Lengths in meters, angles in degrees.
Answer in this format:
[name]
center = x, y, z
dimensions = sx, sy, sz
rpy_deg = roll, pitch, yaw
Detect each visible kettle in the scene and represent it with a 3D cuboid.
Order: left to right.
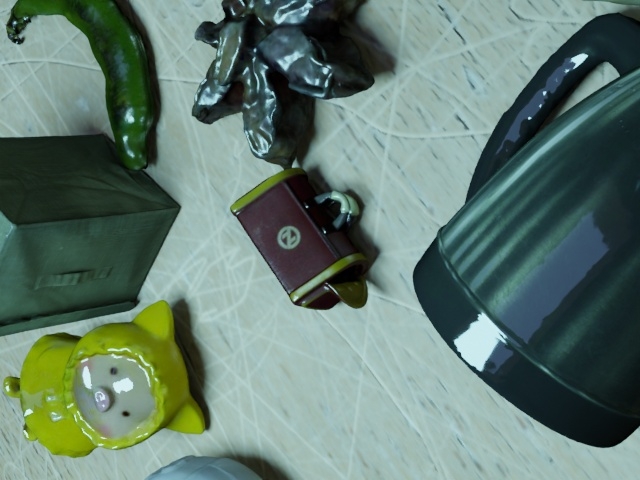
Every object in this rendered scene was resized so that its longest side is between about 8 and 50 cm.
[kettle]
center = 0.228, -0.022, 0.828
dimensions = 0.207, 0.251, 0.271
rpy_deg = 36, 111, -4

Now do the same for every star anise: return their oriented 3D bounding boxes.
[star anise]
center = -0.045, -0.173, 1.053
dimensions = 0.214, 0.099, 0.220
rpy_deg = 25, 110, 43

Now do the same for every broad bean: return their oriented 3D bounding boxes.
[broad bean]
center = -0.257, -0.211, 1.243
dimensions = 0.292, 0.049, 0.144
rpy_deg = 44, 125, 28

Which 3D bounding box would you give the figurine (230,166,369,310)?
[figurine]
center = 0.000, 0.001, 1.059
dimensions = 0.098, 0.082, 0.154
rpy_deg = -41, 69, 12

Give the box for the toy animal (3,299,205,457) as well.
[toy animal]
center = -0.241, 0.162, 1.220
dimensions = 0.230, 0.156, 0.156
rpy_deg = -13, 87, 27

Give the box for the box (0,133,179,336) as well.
[box]
center = -0.293, -0.008, 1.172
dimensions = 0.155, 0.231, 0.149
rpy_deg = 42, 118, 26

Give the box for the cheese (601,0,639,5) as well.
[cheese]
center = 0.170, -0.268, 0.795
dimensions = 0.251, 0.248, 0.173
rpy_deg = 30, 111, 38

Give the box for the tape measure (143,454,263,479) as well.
[tape measure]
center = -0.109, 0.319, 1.138
dimensions = 0.236, 0.120, 0.197
rpy_deg = 39, 123, 22
